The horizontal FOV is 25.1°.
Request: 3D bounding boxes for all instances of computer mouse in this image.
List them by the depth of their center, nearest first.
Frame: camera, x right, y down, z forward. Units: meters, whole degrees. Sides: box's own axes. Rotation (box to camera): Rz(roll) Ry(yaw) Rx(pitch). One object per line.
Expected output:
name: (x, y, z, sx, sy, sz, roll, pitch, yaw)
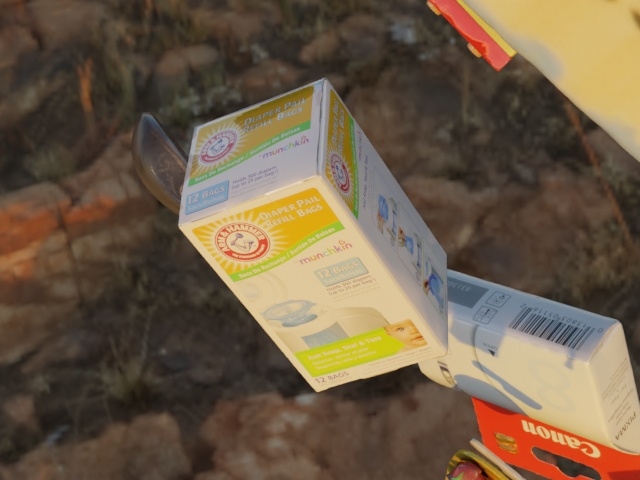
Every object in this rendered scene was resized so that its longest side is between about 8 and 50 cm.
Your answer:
computer mouse: (-0.188, -0.059, 2.021, 0.072, 0.188, 0.272, -38, 84, 1)

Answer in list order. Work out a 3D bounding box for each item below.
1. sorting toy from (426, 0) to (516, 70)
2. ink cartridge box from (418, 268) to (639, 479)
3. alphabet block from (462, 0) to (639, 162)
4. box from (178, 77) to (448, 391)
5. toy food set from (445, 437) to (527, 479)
sorting toy: (0.101, -0.258, 1.180, 0.089, 0.257, 0.255, -43, 9, 16)
ink cartridge box: (0.287, 0.231, 1.954, 0.308, 0.385, 0.091, 16, 48, 40)
alphabet block: (0.134, -0.157, 0.385, 0.192, 0.197, 0.193, 42, 65, 0)
box: (0.000, 0.000, 1.033, 0.114, 0.203, 0.103, -18, 42, 21)
toy food set: (0.202, 0.336, 1.841, 0.128, 0.218, 0.071, 41, 72, 13)
